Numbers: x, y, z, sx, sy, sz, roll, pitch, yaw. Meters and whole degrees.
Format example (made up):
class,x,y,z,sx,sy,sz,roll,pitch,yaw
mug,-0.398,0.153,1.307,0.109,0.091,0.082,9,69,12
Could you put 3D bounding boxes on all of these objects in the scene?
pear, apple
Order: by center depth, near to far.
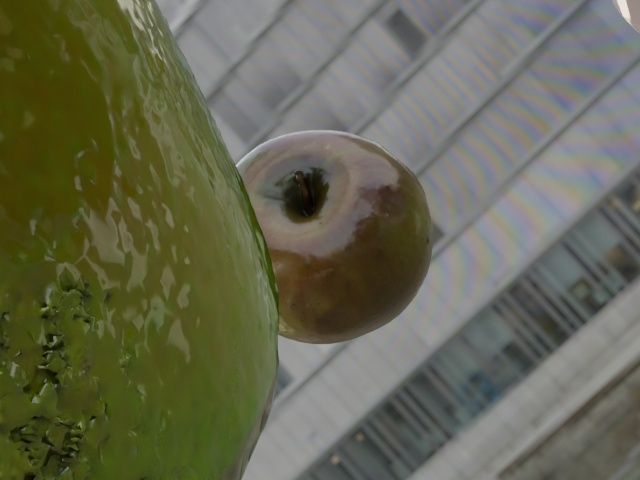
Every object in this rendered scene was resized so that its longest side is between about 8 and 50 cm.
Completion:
class,x,y,z,sx,sy,sz,roll,pitch,yaw
pear,-0.199,-0.049,0.420,0.399,0.399,0.165,-37,-33,-42
apple,0.000,0.000,0.705,0.089,0.089,0.074,-39,-39,-32

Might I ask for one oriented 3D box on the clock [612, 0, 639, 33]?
class,x,y,z,sx,sy,sz,roll,pitch,yaw
clock,0.162,-0.120,0.462,0.197,0.068,0.197,-16,31,10
